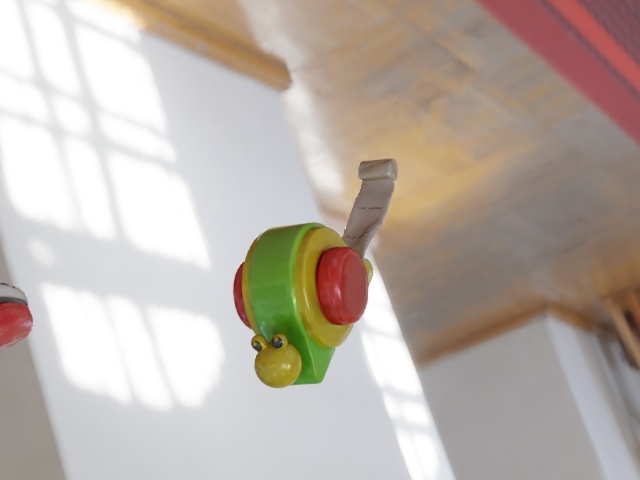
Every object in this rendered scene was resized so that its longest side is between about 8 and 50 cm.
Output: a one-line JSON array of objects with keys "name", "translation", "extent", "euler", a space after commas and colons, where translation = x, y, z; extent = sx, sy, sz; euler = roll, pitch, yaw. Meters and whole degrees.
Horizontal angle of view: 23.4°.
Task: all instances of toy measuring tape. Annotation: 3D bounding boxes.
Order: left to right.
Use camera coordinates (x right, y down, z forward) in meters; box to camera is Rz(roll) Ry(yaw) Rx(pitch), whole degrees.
[{"name": "toy measuring tape", "translation": [0.000, 0.000, 1.407], "extent": [0.121, 0.330, 0.121], "euler": [12, 135, 12]}]

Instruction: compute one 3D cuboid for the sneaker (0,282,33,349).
[{"name": "sneaker", "translation": [-0.305, 0.117, 1.169], "extent": [0.107, 0.118, 0.279], "euler": [-33, 180, 30]}]
